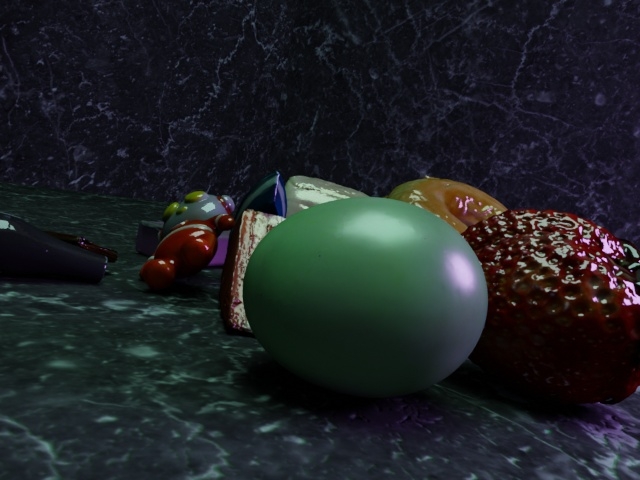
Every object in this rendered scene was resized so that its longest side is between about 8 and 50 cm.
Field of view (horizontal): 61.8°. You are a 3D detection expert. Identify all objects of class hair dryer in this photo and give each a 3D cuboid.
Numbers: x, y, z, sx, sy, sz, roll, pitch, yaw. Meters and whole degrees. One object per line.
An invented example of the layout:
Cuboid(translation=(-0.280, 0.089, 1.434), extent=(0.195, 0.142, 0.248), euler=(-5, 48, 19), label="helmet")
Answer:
Cuboid(translation=(-0.491, 0.006, 0.887), extent=(0.235, 0.091, 0.271), euler=(19, -4, -33), label="hair dryer")

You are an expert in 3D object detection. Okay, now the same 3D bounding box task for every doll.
Cuboid(translation=(-0.245, -0.019, 1.012), extent=(0.199, 0.105, 0.336), euler=(-30, 20, 8), label="doll")

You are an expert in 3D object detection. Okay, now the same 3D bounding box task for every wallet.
Cuboid(translation=(-0.447, 0.011, 0.956), extent=(0.176, 0.026, 0.095), euler=(5, -22, 32), label="wallet")

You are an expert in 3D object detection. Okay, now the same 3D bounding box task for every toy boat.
Cuboid(translation=(-0.121, -0.016, 1.016), extent=(0.096, 0.062, 0.299), euler=(15, -39, -11), label="toy boat")

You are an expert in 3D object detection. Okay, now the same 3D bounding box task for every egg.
Cuboid(translation=(0.049, 0.062, 0.598), extent=(0.269, 0.220, 0.220), euler=(1, 5, -1), label="egg")

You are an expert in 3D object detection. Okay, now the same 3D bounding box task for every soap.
Cuboid(translation=(-0.283, 0.008, 1.278), extent=(0.181, 0.081, 0.259), euler=(13, 6, 26), label="soap")

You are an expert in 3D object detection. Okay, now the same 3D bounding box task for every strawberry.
Cuboid(translation=(0.289, 0.090, 0.732), extent=(0.288, 0.239, 0.250), euler=(2, 23, 10), label="strawberry")

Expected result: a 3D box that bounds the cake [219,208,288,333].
Cuboid(translation=(-0.067, 0.048, 0.855), extent=(0.158, 0.160, 0.262), euler=(13, 6, -14), label="cake")

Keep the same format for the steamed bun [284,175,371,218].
Cuboid(translation=(0.000, 0.000, 1.285), extent=(0.290, 0.273, 0.272), euler=(7, 21, 0), label="steamed bun")

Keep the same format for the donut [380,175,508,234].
Cuboid(translation=(0.321, 0.016, 1.230), extent=(0.449, 0.198, 0.449), euler=(20, 32, -13), label="donut")
